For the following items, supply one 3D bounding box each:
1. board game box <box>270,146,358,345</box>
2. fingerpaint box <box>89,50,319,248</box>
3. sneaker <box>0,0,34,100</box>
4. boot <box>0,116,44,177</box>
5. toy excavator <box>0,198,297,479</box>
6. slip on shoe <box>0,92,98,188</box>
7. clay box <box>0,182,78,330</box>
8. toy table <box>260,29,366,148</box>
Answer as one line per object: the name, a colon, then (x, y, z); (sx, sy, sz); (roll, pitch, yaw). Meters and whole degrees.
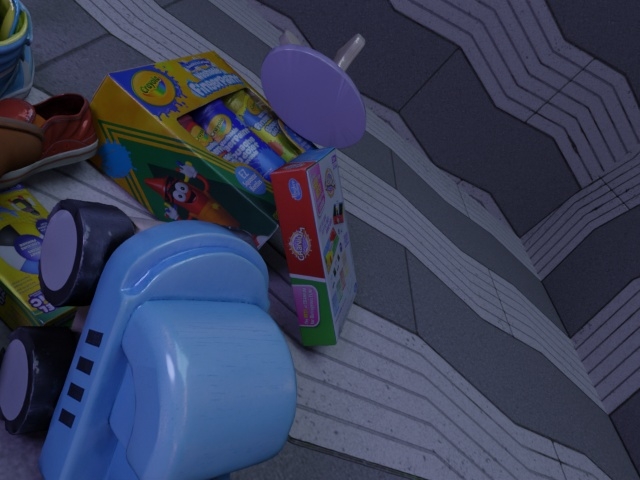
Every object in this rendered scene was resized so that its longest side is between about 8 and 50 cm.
board game box: (0.000, 0.000, 0.980); (0.242, 0.064, 0.317); (-53, 135, -68)
fingerpaint box: (-0.203, -0.187, 1.062); (0.371, 0.163, 0.445); (42, 26, -7)
sneaker: (-0.484, -0.305, 0.778); (0.127, 0.208, 0.319); (27, 31, -29)
boot: (-0.360, -0.002, 0.514); (0.220, 0.108, 0.283); (68, 20, -10)
toy excavator: (-0.125, 0.220, 0.488); (0.445, 0.433, 0.222); (29, 12, 40)
slip on shoe: (-0.427, -0.140, 0.702); (0.122, 0.102, 0.331); (13, 24, 10)
clay box: (-0.360, 0.033, 0.647); (0.222, 0.053, 0.127); (44, 26, 1)
toy table: (-0.004, -0.353, 1.179); (0.274, 0.252, 0.161); (50, 30, -33)
